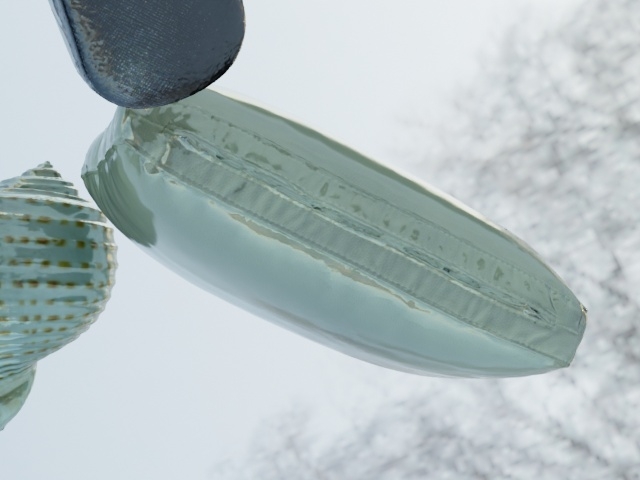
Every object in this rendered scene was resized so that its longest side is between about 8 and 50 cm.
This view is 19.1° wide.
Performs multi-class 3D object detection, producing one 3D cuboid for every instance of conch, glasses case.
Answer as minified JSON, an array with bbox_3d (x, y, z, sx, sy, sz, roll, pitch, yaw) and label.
[{"bbox_3d":[-0.240,0.033,1.369,0.200,0.172,0.131,-65,-34,-27],"label":"conch"},{"bbox_3d":[-0.117,-0.199,1.021,0.103,0.067,0.267,-22,-66,-14],"label":"glasses case"}]

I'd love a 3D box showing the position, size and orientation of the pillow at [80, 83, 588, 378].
[{"bbox_3d":[0.000,0.000,1.247,0.322,0.255,0.120,25,-100,-8],"label":"pillow"}]
